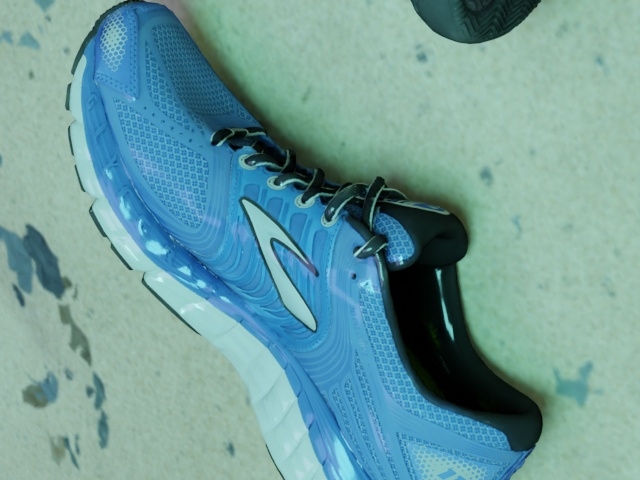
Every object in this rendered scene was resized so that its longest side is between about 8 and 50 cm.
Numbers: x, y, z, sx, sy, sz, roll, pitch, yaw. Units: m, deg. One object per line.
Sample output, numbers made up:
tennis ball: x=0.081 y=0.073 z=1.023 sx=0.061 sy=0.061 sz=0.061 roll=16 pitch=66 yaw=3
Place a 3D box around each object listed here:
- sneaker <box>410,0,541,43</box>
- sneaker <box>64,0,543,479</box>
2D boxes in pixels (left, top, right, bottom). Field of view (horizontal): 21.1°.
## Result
sneaker: x=0.028 y=-0.232 z=0.772 sx=0.162 sy=0.106 sz=0.281 roll=10 pitch=106 yaw=45
sneaker: x=0.000 y=0.000 z=0.894 sx=0.147 sy=0.130 sz=0.330 roll=-40 pitch=84 yaw=29
